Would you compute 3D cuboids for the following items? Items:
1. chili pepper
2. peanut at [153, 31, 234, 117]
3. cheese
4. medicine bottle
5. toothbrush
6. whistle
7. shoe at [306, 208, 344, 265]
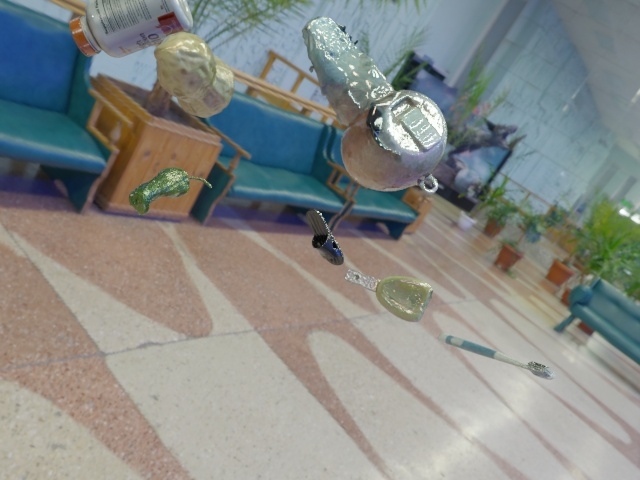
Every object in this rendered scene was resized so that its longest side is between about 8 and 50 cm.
[{"bbox_3d":[-0.331,-0.118,1.261,0.072,0.073,0.204,2,22,29],"label":"chili pepper"},{"bbox_3d":[-0.221,-0.296,1.052,0.124,0.123,0.256,33,-2,1],"label":"peanut"},{"bbox_3d":[0.141,0.107,1.266,0.192,0.097,0.037,20,-22,21],"label":"cheese"},{"bbox_3d":[-0.491,-0.571,1.510,0.157,0.289,0.156,-19,90,-85],"label":"medicine bottle"},{"bbox_3d":[0.287,0.192,1.002,0.025,0.019,0.276,38,-13,-23],"label":"toothbrush"},{"bbox_3d":[0.080,-0.215,0.982,0.347,0.189,0.189,53,16,-3],"label":"whistle"},{"bbox_3d":[0.000,0.000,1.432,0.053,0.062,0.159,-37,108,-46],"label":"shoe"}]
